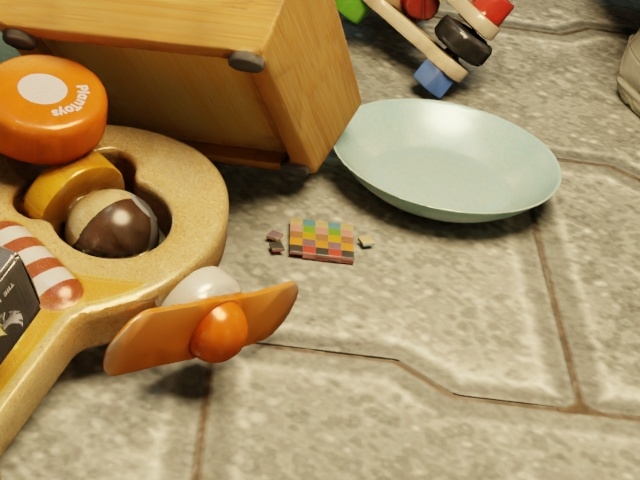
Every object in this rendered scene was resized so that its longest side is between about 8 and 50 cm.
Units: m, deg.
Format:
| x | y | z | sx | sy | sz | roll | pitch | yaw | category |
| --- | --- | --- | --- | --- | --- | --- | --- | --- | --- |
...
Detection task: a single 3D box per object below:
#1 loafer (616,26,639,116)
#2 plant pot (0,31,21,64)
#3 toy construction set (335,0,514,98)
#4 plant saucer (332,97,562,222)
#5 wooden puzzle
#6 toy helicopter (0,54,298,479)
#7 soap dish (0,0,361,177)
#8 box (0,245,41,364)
| x | y | z | sx | sy | sz | roll | pitch | yaw | category |
| --- | --- | --- | --- | --- | --- | --- | --- | --- | --- |
| 0.390 | -0.122 | 1.213 | 0.112 | 0.111 | 0.319 | -10 | 37 | -29 | loafer |
| -0.246 | -0.303 | 1.172 | 0.247 | 0.252 | 0.247 | 27 | 34 | 17 | plant pot |
| 0.055 | -0.311 | 1.272 | 0.257 | 0.309 | 0.237 | 11 | 26 | -14 | toy construction set |
| 0.102 | -0.059 | 1.104 | 0.195 | 0.037 | 0.195 | 7 | 32 | -4 | plant saucer |
| 0.000 | 0.000 | 1.010 | 0.083 | 0.006 | 0.049 | 7 | 32 | -5 | wooden puzzle |
| -0.155 | 0.052 | 0.804 | 0.235 | 0.140 | 0.355 | 21 | 44 | 5 | toy helicopter |
| -0.100 | -0.146 | 0.972 | 0.229 | 0.291 | 0.118 | 8 | 75 | 10 | soap dish |
| -0.285 | 0.075 | 0.680 | 0.183 | 0.056 | 0.231 | 20 | 58 | 18 | box |
